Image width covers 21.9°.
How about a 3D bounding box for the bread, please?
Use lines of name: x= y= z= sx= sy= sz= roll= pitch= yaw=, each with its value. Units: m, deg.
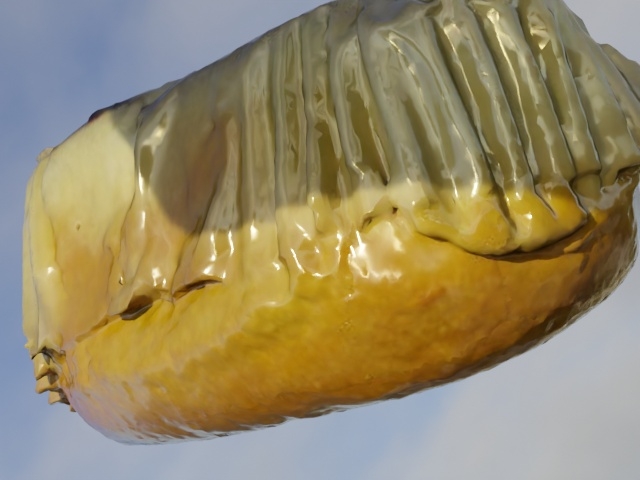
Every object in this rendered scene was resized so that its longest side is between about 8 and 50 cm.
bread: x=-0.012 y=0.002 z=0.840 sx=0.236 sy=0.183 sz=0.389 roll=-9 pitch=-9 yaw=-32
